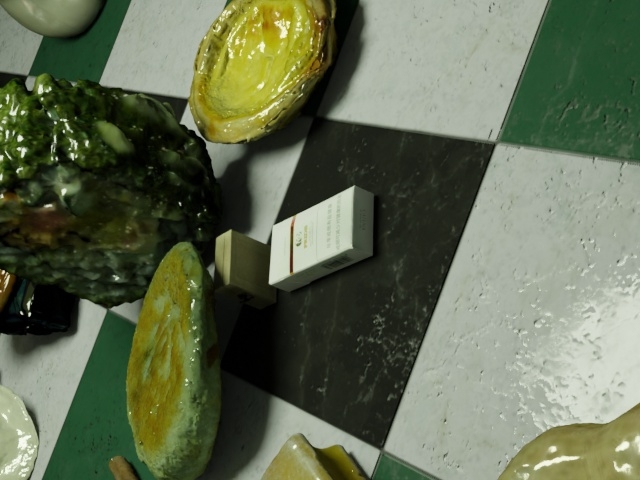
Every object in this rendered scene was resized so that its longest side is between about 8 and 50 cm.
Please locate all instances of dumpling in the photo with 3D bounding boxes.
[{"bbox_3d":[-0.551,0.310,1.887,0.216,0.126,0.166,4,66,53],"label":"dumpling"}]

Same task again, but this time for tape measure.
[{"bbox_3d":[-0.467,0.063,1.922,0.186,0.112,0.199,-9,62,46],"label":"tape measure"}]

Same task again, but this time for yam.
[{"bbox_3d":[-0.247,0.335,1.558,0.145,0.032,0.032,36,101,53],"label":"yam"}]

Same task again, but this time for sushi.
[{"bbox_3d":[-0.307,-0.067,1.583,0.294,0.352,0.178,-41,41,36],"label":"sushi"}]

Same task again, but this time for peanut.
[{"bbox_3d":[0.235,0.195,0.955,0.263,0.101,0.117,-26,33,43],"label":"peanut"}]

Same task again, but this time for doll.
[{"bbox_3d":[-0.557,-0.521,2.187,0.226,0.370,0.215,-11,63,28],"label":"doll"}]

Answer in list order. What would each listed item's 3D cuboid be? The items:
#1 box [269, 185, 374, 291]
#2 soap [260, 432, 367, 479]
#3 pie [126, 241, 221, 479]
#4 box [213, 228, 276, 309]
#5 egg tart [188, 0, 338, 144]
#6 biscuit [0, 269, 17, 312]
[{"bbox_3d":[0.000,0.000,1.417,0.154,0.040,0.084,-25,55,44],"label":"box"},{"bbox_3d":[0.014,0.340,1.173,0.173,0.089,0.274,-59,35,12],"label":"soap"},{"bbox_3d":[-0.184,0.152,1.502,0.323,0.071,0.323,-173,90,-68],"label":"pie"},{"bbox_3d":[-0.094,0.039,1.481,0.035,0.079,0.083,-28,50,41],"label":"box"},{"bbox_3d":[-0.069,-0.244,1.598,0.279,0.095,0.278,-23,54,37],"label":"egg tart"},{"bbox_3d":[-0.546,0.065,1.906,0.188,0.027,0.187,-27,52,40],"label":"biscuit"}]
